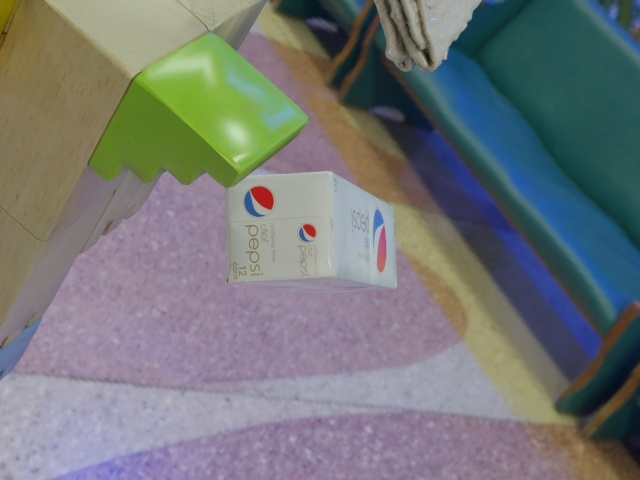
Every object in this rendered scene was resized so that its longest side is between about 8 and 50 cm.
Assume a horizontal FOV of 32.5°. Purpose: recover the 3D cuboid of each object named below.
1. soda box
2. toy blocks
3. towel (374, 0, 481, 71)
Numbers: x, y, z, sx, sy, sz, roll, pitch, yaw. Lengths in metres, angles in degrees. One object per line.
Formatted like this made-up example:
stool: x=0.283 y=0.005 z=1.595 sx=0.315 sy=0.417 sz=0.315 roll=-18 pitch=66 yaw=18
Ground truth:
soda box: x=0.000 y=0.000 z=0.778 sx=0.073 sy=0.069 sz=0.216 roll=-3 pitch=-5 yaw=14
toy blocks: x=-0.208 y=-0.094 z=0.485 sx=0.381 sy=0.261 sz=0.191 roll=42 pitch=41 yaw=3
towel: x=0.098 y=-0.276 z=0.839 sx=0.049 sy=0.187 sz=0.282 roll=5 pitch=44 yaw=34
